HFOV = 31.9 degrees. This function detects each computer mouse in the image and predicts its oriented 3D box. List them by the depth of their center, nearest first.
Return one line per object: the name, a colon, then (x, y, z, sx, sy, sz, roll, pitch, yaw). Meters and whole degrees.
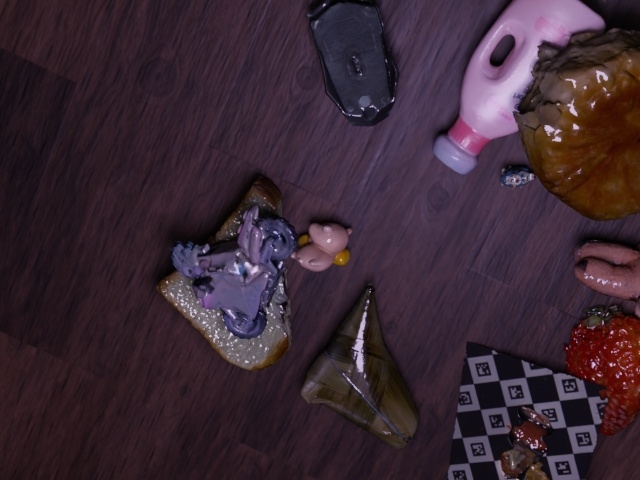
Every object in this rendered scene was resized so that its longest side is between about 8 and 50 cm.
computer mouse: (0.054, -0.300, 1.848, 0.126, 0.071, 0.231, -18, 95, -2)

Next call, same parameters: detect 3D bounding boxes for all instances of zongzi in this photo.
zongzi: (0.113, 0.223, 1.972, 0.221, 0.112, 0.242, 32, 107, -1)

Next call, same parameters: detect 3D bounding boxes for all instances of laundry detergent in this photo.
laundry detergent: (0.307, -0.257, 1.818, 0.159, 0.088, 0.335, 37, 108, -4)

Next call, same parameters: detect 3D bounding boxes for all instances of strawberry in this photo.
strawberry: (0.513, 0.233, 1.927, 0.175, 0.107, 0.236, -19, 103, 11)

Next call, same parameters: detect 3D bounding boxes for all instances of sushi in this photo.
sushi: (0.369, 0.343, 2.009, 0.264, 0.050, 0.290, 16, 110, 24)

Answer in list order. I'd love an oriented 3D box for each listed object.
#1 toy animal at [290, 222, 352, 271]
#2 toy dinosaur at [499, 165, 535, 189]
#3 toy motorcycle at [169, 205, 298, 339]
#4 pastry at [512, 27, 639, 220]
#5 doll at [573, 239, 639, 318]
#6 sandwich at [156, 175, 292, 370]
toy animal: (0.000, 0.000, 1.926, 0.091, 0.114, 0.082, 36, 123, 29)
toy dinosaur: (0.330, -0.106, 1.871, 0.047, 0.083, 0.031, 12, 110, 33)
toy motorcycle: (-0.157, 0.037, 1.854, 0.204, 0.108, 0.239, 26, 105, 7)
pastry: (0.467, -0.182, 1.761, 0.329, 0.136, 0.330, -5, 120, -9)
doll: (0.557, 0.095, 1.856, 0.303, 0.201, 0.156, 15, 131, 8)
sandwich: (-0.113, 0.069, 1.960, 0.254, 0.099, 0.288, 43, 106, 1)
